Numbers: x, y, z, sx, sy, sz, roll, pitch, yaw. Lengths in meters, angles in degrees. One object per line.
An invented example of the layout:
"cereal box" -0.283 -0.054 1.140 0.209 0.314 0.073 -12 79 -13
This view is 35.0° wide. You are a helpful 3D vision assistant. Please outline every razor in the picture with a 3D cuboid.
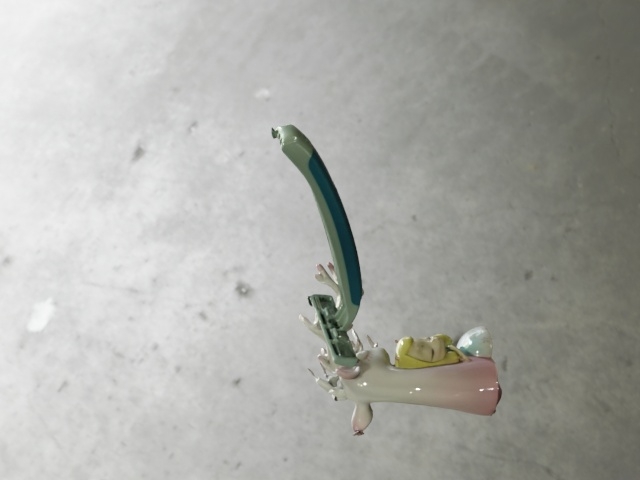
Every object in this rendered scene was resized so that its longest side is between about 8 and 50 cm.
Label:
"razor" 0.004 -0.001 0.667 0.037 0.191 0.068 -18 43 -6

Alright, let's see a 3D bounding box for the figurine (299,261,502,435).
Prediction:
"figurine" 0.118 0.198 1.696 0.316 0.206 0.284 4 36 -5
